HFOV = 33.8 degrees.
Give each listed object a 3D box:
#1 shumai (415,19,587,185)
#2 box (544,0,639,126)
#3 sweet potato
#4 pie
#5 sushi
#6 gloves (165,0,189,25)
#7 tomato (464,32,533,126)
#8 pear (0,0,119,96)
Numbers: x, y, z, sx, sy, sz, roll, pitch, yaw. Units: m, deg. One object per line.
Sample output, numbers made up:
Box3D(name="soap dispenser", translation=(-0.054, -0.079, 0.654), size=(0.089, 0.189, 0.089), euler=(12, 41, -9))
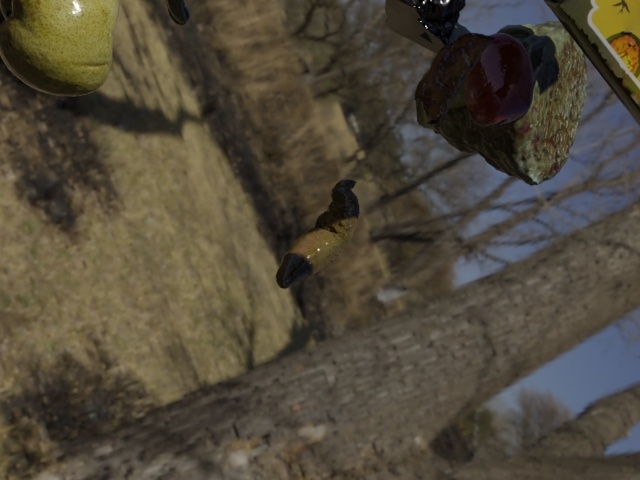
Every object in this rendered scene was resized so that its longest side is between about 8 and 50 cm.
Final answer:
Box3D(name="shumai", translation=(0.376, -0.308, 2.313), size=(0.395, 0.348, 0.395), euler=(-25, 119, -59))
Box3D(name="box", translation=(0.579, -0.341, 1.467), size=(0.373, 0.420, 0.138), euler=(46, 14, -21))
Box3D(name="sweet potato", translation=(0.002, 0.000, 2.307), size=(0.098, 0.310, 0.124), euler=(29, -20, 26))
Box3D(name="pie", translation=(0.205, -0.267, 1.701), size=(0.034, 0.170, 0.092), euler=(25, 8, -47))
Box3D(name="sushi", translation=(0.203, -0.458, 1.930), size=(0.153, 0.150, 0.172), euler=(34, -4, 28))
Box3D(name="gloves", translation=(-0.184, -0.408, 1.633), size=(0.268, 0.135, 0.107), euler=(-2, -73, 62))
Box3D(name="tomato", translation=(0.344, -0.301, 1.959), size=(0.082, 0.166, 0.174), euler=(1, -83, 47))
Box3D(name="pear", translation=(-0.314, -0.257, 1.263), size=(0.137, 0.167, 0.167), euler=(15, 37, -29))
